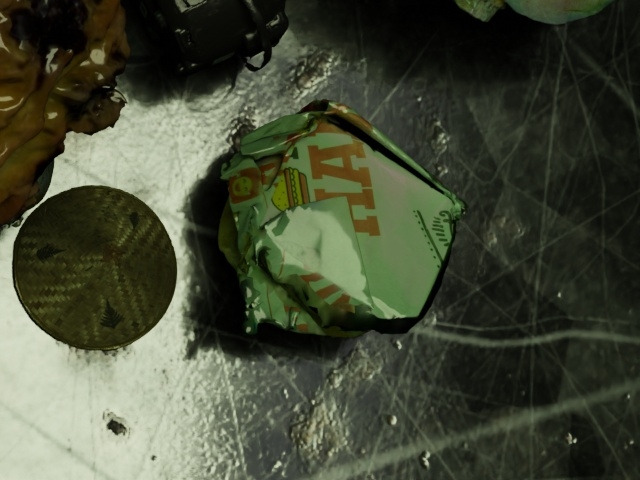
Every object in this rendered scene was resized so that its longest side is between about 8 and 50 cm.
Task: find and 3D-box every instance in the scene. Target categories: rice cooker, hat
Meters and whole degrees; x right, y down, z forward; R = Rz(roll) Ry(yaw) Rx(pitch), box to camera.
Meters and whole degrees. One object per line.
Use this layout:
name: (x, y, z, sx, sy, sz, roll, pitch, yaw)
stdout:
rice cooker: (-0.108, -0.234, 1.602, 0.118, 0.142, 0.203, -30, 90, -11)
hat: (-0.182, 0.016, 1.560, 0.146, 0.067, 0.146, 4, 78, -20)

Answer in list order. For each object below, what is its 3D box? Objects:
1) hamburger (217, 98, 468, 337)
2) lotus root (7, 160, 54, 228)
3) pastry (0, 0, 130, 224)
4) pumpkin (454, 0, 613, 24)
hamburger: (-0.001, 0.002, 1.603, 0.214, 0.125, 0.235, 29, 67, -7)
lotus root: (-0.262, -0.093, 1.542, 0.088, 0.088, 0.165, -1, 76, -21)
pastry: (-0.362, -0.174, 1.393, 0.337, 0.292, 0.405, -45, 81, 5)
pumpkin: (0.159, -0.338, 1.693, 0.293, 0.197, 0.263, 23, 96, -25)
